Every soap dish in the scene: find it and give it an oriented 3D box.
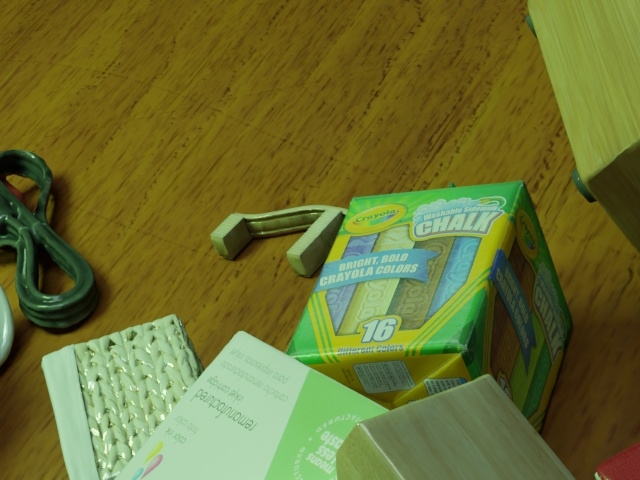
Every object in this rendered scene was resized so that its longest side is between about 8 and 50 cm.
[{"bbox_3d":[0.247,-0.070,1.200,0.118,0.229,0.291,-33,30,18],"label":"soap dish"}]

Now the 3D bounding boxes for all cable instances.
[{"bbox_3d":[-0.261,0.002,1.589,0.139,0.072,0.287,-24,42,-31],"label":"cable"}]

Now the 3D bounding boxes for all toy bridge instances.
[{"bbox_3d":[0.000,0.000,1.425,0.188,0.026,0.063,11,46,41],"label":"toy bridge"}]

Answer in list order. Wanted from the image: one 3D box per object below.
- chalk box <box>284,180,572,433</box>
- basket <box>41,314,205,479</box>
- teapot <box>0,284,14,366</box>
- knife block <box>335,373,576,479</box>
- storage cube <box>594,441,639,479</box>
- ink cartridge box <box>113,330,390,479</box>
[{"bbox_3d":[0.084,0.050,1.207,0.132,0.132,0.213,-5,39,28],"label":"chalk box"},{"bbox_3d":[-0.113,0.141,1.223,0.103,0.113,0.167,-24,33,-3],"label":"basket"},{"bbox_3d":[-0.381,0.111,1.381,0.256,0.187,0.252,-40,5,6],"label":"teapot"},{"bbox_3d":[0.130,0.207,0.748,0.088,0.276,0.242,-16,12,-41],"label":"knife block"},{"bbox_3d":[0.275,0.176,0.861,0.193,0.184,0.215,-27,33,-3],"label":"storage cube"},{"bbox_3d":[-0.078,0.237,0.967,0.353,0.119,0.207,-51,30,-11],"label":"ink cartridge box"}]
